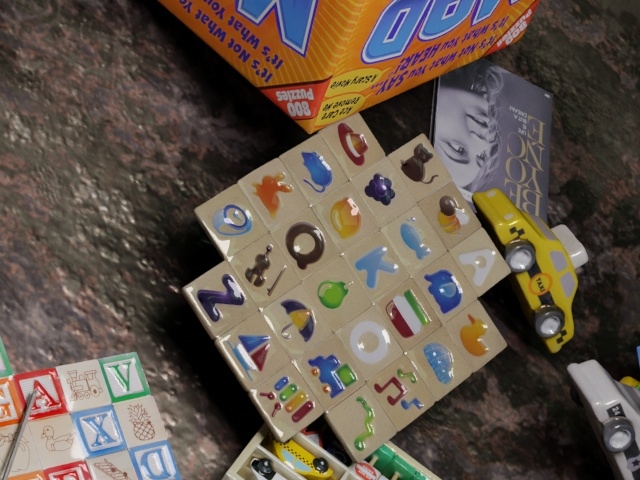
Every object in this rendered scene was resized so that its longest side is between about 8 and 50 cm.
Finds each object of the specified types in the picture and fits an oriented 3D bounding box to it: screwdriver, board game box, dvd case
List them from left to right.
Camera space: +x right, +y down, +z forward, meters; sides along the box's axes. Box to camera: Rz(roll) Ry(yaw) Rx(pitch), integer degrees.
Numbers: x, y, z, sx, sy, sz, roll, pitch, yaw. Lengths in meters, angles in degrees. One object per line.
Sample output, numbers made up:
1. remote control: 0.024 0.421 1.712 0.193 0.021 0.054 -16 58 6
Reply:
1. screwdriver: -0.253 0.191 1.436 0.025 0.024 0.170 59 32 -35
2. board game box: 0.035 -0.394 1.790 0.356 0.356 0.356 43 44 22
3. dvd case: 0.198 -0.114 2.049 0.164 0.018 0.221 24 54 -24

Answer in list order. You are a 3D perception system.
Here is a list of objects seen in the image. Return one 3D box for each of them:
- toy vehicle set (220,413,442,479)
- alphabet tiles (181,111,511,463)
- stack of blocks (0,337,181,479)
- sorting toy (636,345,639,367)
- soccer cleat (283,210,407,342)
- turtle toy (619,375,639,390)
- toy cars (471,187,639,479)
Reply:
1. toy vehicle set: 0.047 0.260 1.665 0.267 0.035 0.166 36 39 2
2. alphabet tiles: 0.034 0.039 1.721 0.342 0.011 0.285 -34 91 -35
3. stack of blocks: -0.283 0.171 1.495 0.297 0.087 0.171 -9 71 -39
4. sorting toy: 0.425 0.185 1.920 0.347 0.047 0.196 48 35 -44
5. soccer cleat: 0.000 0.000 1.785 0.116 0.109 0.318 44 51 -10
6. turtle toy: 0.385 0.182 1.986 0.095 0.066 0.130 30 51 -19
7. toy cars: 0.284 0.111 1.877 0.087 0.176 0.393 -28 81 0
